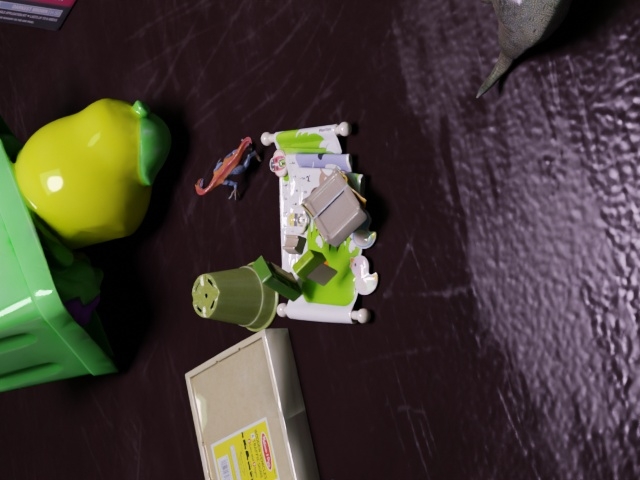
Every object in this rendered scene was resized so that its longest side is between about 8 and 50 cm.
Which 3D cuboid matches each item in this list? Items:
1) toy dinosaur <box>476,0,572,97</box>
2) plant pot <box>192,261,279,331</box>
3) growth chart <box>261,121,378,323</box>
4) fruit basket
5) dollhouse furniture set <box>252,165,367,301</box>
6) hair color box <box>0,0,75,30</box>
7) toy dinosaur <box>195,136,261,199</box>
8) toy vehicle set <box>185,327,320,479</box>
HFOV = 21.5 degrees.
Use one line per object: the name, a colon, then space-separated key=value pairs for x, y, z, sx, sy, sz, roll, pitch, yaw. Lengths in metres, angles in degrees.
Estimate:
toy dinosaur: x=0.200 y=-0.266 z=1.592 sx=0.313 sy=0.121 sz=0.160 roll=-61 pitch=33 yaw=22
plant pot: x=-0.104 y=0.064 z=1.962 sx=0.083 sy=0.079 sz=0.083 roll=-5 pitch=83 yaw=49
growth chart: x=-0.001 y=-0.019 z=1.891 sx=0.172 sy=0.021 sz=0.237 roll=-11 pitch=80 yaw=48
fruit basket: x=-0.339 y=-0.032 z=2.167 sx=0.392 sy=0.283 sz=0.392 roll=-6 pitch=62 yaw=10
dollhouse furniture set: x=0.000 y=0.000 z=1.856 sx=0.152 sy=0.058 sz=0.076 roll=-45 pitch=47 yaw=14
hair color box: x=-0.362 y=-0.455 z=2.212 sx=0.374 sy=0.185 sz=0.113 roll=-52 pitch=51 yaw=34
toy dinosaur: x=-0.115 y=-0.087 z=1.991 sx=0.082 sy=0.090 sz=0.047 roll=-36 pitch=63 yaw=-9
toy vehicle set: x=-0.074 y=0.254 z=1.949 sx=0.166 sy=0.035 sz=0.267 roll=-30 pitch=66 yaw=45
